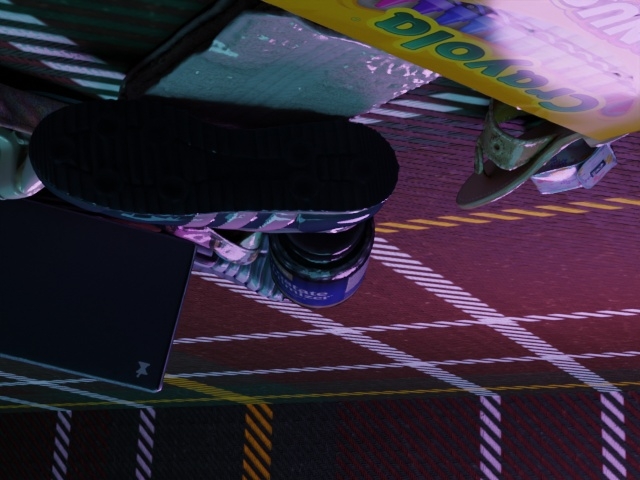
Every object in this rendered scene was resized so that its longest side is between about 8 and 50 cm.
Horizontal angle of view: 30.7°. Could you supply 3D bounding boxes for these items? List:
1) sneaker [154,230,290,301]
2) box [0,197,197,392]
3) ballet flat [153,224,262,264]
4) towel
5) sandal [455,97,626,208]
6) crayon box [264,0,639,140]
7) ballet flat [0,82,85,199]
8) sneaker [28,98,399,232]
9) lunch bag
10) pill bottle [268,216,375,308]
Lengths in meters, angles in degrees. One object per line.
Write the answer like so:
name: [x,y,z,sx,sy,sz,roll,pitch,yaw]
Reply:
sneaker: [-0.116,0.020,1.555,0.224,0.083,0.098,27,164,-35]
box: [-0.309,0.062,1.372,0.296,0.182,0.294,15,172,-7]
ballet flat: [-0.118,-0.025,1.397,0.079,0.076,0.221,-27,153,22]
towel: [-0.035,-0.141,0.995,0.187,0.049,0.282,12,162,-30]
sandal: [0.192,-0.110,1.074,0.079,0.088,0.240,43,140,-18]
crayon box: [0.193,-0.182,0.712,0.363,0.106,0.313,15,160,-39]
ballet flat: [-0.308,-0.097,1.080,0.108,0.106,0.316,-12,160,40]
sneaker: [-0.098,-0.049,1.050,0.319,0.112,0.131,6,163,-9]
lunch bag: [0.252,-0.081,1.169,0.083,0.053,0.071,-13,162,17]
pill bottle: [0.000,0.000,1.357,0.123,0.122,0.219,2,164,-1]
